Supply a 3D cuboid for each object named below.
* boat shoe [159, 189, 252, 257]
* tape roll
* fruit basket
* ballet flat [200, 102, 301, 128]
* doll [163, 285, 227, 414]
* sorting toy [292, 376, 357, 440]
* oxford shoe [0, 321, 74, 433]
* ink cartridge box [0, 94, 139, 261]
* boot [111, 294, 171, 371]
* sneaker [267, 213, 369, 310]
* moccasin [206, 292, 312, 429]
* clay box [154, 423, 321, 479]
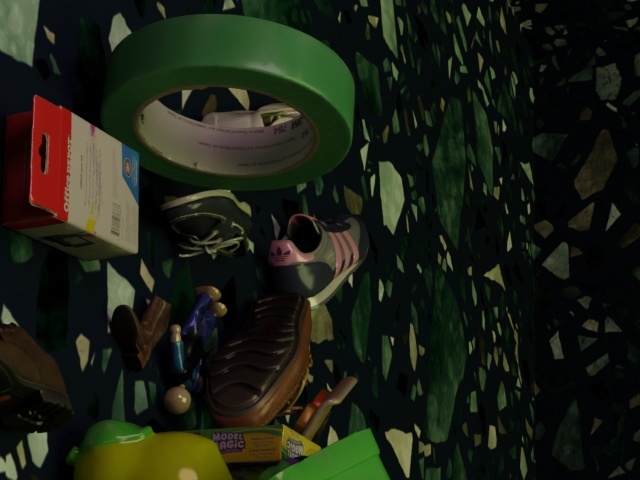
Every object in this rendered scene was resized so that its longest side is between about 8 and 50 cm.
[{"bbox_3d":[-0.155,-0.018,1.961,0.254,0.095,0.079,31,49,-78],"label":"boat shoe"},{"bbox_3d":[-0.117,-0.168,1.788,0.321,0.321,0.077,47,42,-56],"label":"tape roll"},{"bbox_3d":[-0.119,0.348,1.674,0.283,0.392,0.392,-12,95,-59],"label":"fruit basket"},{"bbox_3d":[-0.061,-0.153,2.187,0.400,0.139,0.139,-14,96,-69],"label":"ballet flat"},{"bbox_3d":[-0.178,0.152,1.909,0.129,0.046,0.189,73,26,-50],"label":"doll"},{"bbox_3d":[-0.030,0.292,2.066,0.208,0.038,0.193,-55,175,9],"label":"sorting toy"},{"bbox_3d":[-0.348,0.126,1.470,0.227,0.083,0.096,48,22,-57],"label":"oxford shoe"},{"bbox_3d":[-0.299,-0.068,1.628,0.231,0.078,0.134,33,52,-63],"label":"ink cartridge box"},{"bbox_3d":[-0.228,0.097,1.813,0.114,0.037,0.106,-62,152,-51],"label":"boot"},{"bbox_3d":[0.000,0.000,2.319,0.319,0.112,0.131,-55,137,-61],"label":"sneaker"},{"bbox_3d":[-0.082,0.196,2.018,0.380,0.139,0.147,-82,165,-75],"label":"moccasin"},{"bbox_3d":[-0.097,0.282,1.832,0.127,0.222,0.053,44,43,-59],"label":"clay box"}]
